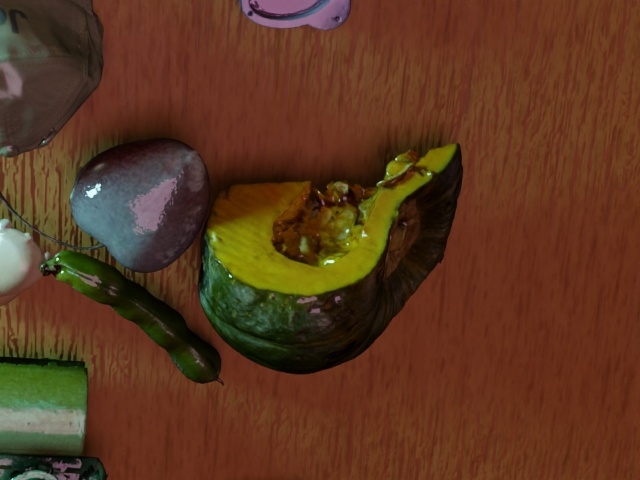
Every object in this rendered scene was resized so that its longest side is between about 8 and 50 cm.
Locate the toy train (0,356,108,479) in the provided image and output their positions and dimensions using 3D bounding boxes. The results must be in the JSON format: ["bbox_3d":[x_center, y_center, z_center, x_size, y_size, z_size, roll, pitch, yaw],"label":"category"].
[{"bbox_3d":[-0.357,0.196,1.569,0.307,0.126,0.190,5,109,-15],"label":"toy train"}]

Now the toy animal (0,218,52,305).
[{"bbox_3d":[-0.313,0.020,1.545,0.114,0.082,0.091,-39,83,18],"label":"toy animal"}]

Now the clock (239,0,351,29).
[{"bbox_3d":[-0.016,-0.275,1.507,0.110,0.050,0.153,12,108,-17],"label":"clock"}]

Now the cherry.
[{"bbox_3d":[-0.191,-0.056,1.516,0.188,0.115,0.148,42,138,-15],"label":"cherry"}]

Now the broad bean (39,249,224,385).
[{"bbox_3d":[-0.174,0.076,1.576,0.052,0.052,0.256,-39,133,12],"label":"broad bean"}]

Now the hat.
[{"bbox_3d":[-0.303,-0.204,1.413,0.214,0.149,0.245,-14,137,-7],"label":"hat"}]

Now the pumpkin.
[{"bbox_3d":[0.000,0.001,1.581,0.280,0.190,0.139,-50,151,-37],"label":"pumpkin"}]
